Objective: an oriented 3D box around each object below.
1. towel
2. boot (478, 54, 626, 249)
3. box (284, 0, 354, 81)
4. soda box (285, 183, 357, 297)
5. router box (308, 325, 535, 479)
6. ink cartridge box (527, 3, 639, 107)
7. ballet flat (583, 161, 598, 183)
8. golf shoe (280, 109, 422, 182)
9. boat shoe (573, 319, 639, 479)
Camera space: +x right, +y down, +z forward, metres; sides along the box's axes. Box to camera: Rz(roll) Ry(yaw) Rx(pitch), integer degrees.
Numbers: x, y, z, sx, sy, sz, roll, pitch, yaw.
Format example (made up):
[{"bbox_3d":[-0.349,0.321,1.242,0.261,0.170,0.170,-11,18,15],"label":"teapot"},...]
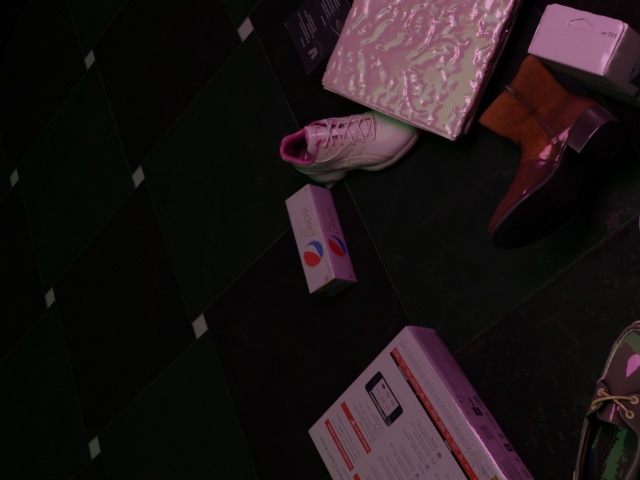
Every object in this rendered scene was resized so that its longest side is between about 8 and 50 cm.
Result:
[{"bbox_3d":[0.184,-0.377,1.552,0.317,0.053,0.332,29,101,30],"label":"towel"},{"bbox_3d":[0.313,-0.148,1.385,0.264,0.096,0.280,-57,31,18],"label":"boot"},{"bbox_3d":[0.028,-0.430,1.777,0.158,0.093,0.156,-40,56,30],"label":"box"},{"bbox_3d":[0.000,0.000,1.728,0.074,0.069,0.216,-35,59,34],"label":"soda box"},{"bbox_3d":[0.159,0.367,1.481,0.301,0.082,0.335,-50,51,25],"label":"router box"},{"bbox_3d":[0.421,-0.268,1.287,0.139,0.190,0.082,33,104,44],"label":"ink cartridge box"},{"bbox_3d":[0.398,-0.109,1.384,0.168,0.057,0.052,-45,25,24],"label":"ballet flat"},{"bbox_3d":[0.054,-0.190,1.669,0.306,0.140,0.115,-20,67,39],"label":"golf shoe"},{"bbox_3d":[0.429,0.261,1.232,0.109,0.091,0.305,11,89,45],"label":"boat shoe"}]
